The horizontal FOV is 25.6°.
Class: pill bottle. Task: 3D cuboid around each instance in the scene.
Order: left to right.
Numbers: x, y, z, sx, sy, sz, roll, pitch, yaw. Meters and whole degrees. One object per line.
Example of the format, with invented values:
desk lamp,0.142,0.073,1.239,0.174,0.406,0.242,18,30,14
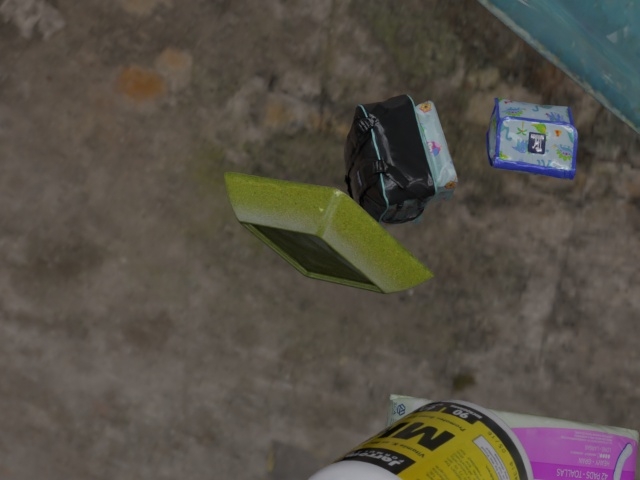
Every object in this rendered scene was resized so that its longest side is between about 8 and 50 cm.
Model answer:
pill bottle,0.052,0.192,0.959,0.119,0.208,0.119,8,106,31

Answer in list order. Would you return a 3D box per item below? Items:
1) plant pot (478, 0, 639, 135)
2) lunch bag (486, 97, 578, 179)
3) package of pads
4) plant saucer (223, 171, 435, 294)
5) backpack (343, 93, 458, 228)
plant pot,0.120,-0.257,0.482,0.341,0.341,0.334,37,105,-14
lunch bag,0.328,-0.150,2.186,0.128,0.151,0.096,7,128,-1
package of pads,0.167,0.268,1.262,0.101,0.229,0.296,4,173,45
plant saucer,0.000,0.000,1.531,0.188,0.045,0.188,11,157,45
backpack,0.106,-0.103,1.978,0.144,0.166,0.188,-12,163,-18
